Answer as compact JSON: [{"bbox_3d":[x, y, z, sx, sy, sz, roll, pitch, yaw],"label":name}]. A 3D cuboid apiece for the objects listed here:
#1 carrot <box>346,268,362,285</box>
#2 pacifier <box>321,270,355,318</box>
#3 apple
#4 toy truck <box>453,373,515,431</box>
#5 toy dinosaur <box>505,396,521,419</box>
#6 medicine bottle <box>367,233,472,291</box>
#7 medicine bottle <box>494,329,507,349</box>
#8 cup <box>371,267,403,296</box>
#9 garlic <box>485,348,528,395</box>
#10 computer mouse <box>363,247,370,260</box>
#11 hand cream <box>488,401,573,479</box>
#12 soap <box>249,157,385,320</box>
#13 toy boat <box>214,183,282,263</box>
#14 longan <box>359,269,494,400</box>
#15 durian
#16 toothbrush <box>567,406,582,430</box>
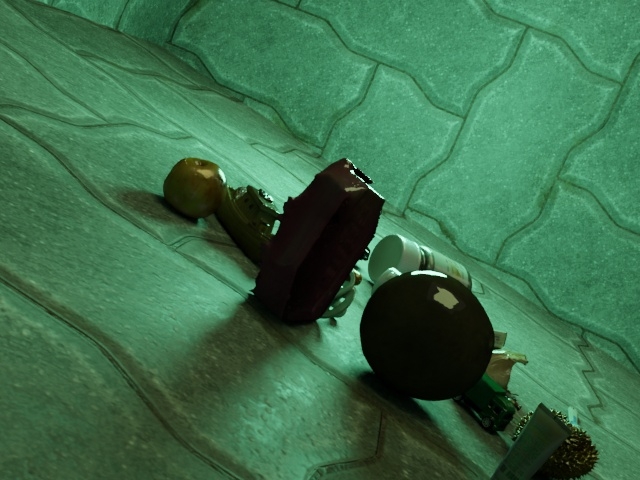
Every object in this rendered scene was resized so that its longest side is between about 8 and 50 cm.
[{"bbox_3d":[0.044,0.059,2.111,0.037,0.037,0.190,19,17,-48],"label":"carrot"},{"bbox_3d":[0.027,0.116,1.705,0.150,0.127,0.116,37,-14,48],"label":"pacifier"},{"bbox_3d":[-0.273,-0.121,1.776,0.146,0.146,0.146,32,12,-8],"label":"apple"},{"bbox_3d":[0.343,0.334,1.698,0.065,0.079,0.147,18,21,-52],"label":"toy truck"},{"bbox_3d":[0.413,0.374,1.793,0.055,0.049,0.154,35,17,23],"label":"toy dinosaur"},{"bbox_3d":[0.280,0.100,2.250,0.273,0.165,0.165,25,14,-31],"label":"medicine bottle"},{"bbox_3d":[0.340,0.233,1.986,0.171,0.052,0.201,3,-8,39],"label":"medicine bottle"},{"bbox_3d":[0.199,0.142,2.028,0.133,0.099,0.136,40,13,24],"label":"cup"},{"bbox_3d":[0.448,0.321,2.014,0.124,0.099,0.174,16,5,10],"label":"garlic"},{"bbox_3d":[0.050,-0.020,2.319,0.264,0.088,0.147,44,-1,43],"label":"computer mouse"},{"bbox_3d":[0.347,0.364,1.353,0.047,0.174,0.076,22,16,-43],"label":"hand cream"},{"bbox_3d":[0.000,0.000,1.542,0.127,0.325,0.220,34,9,21],"label":"soap"},{"bbox_3d":[-0.150,-0.050,1.841,0.089,0.121,0.321,31,11,-38],"label":"toy boat"},{"bbox_3d":[0.204,0.179,1.540,0.258,0.258,0.258,32,12,-8],"label":"longan"},{"bbox_3d":[0.461,0.409,1.604,0.168,0.137,0.158,8,5,-35],"label":"durian"},{"bbox_3d":[0.651,0.471,2.046,0.040,0.040,0.386,36,12,12],"label":"toothbrush"}]
